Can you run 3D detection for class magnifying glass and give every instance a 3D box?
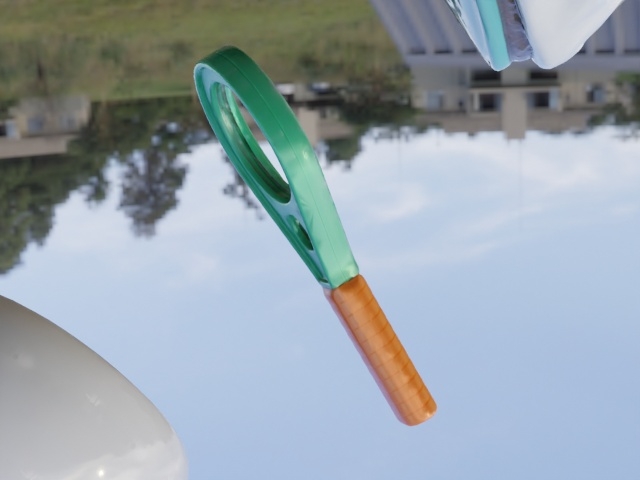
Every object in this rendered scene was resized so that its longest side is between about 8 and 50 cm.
[{"bbox_3d":[0.000,0.000,0.687,0.026,0.231,0.092,-32,-166,-16],"label":"magnifying glass"}]

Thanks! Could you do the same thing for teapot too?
[{"bbox_3d":[-0.224,0.169,0.859,0.256,0.252,0.187,29,-117,10],"label":"teapot"}]

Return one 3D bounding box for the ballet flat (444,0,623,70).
[{"bbox_3d":[0.061,-0.150,0.346,0.139,0.139,0.400,1,175,15],"label":"ballet flat"}]
